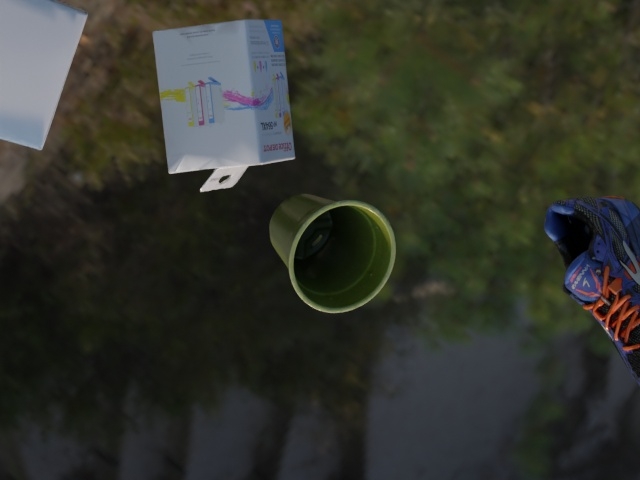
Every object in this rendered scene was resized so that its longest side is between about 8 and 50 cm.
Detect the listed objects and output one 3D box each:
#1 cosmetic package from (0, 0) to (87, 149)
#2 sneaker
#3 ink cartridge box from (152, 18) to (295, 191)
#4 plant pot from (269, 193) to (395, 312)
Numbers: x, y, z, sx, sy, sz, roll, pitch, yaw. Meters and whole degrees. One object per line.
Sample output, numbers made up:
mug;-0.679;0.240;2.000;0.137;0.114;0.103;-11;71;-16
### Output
cosmetic package;-0.422;-0.211;1.721;0.365;0.197;0.155;17;93;-51
sneaker;0.246;0.045;1.557;0.087;0.221;0.083;11;126;-29
ink cartridge box;-0.081;-0.117;1.616;0.092;0.090;0.143;-18;102;-70
plant pot;0.000;0.000;1.342;0.083;0.079;0.083;-9;111;-23
